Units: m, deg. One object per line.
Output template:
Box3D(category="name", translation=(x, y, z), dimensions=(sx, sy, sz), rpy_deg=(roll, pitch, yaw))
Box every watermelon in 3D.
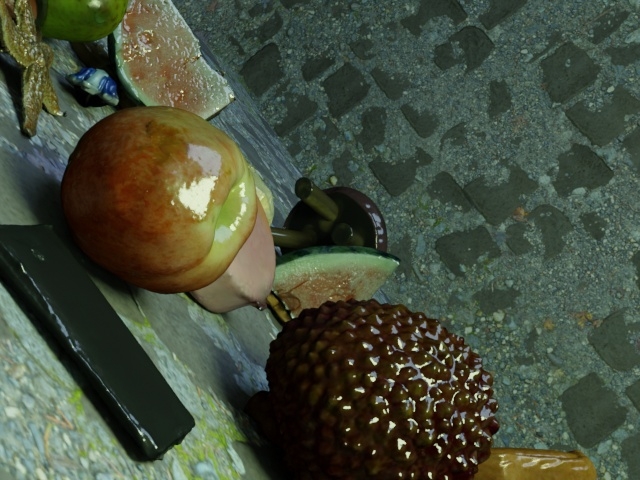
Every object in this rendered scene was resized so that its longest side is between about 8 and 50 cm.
Box3D(category="watermelon", translation=(0.033, 0.108, 1.609), dimensions=(0.213, 0.261, 0.201), rpy_deg=(13, 70, -85))
Box3D(category="watermelon", translation=(-0.307, -0.352, 1.577), dimensions=(0.305, 0.180, 0.224), rpy_deg=(58, 10, -9))

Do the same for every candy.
Box3D(category="candy", translation=(-0.154, -0.004, 1.283), dimensions=(0.255, 0.094, 0.255), rpy_deg=(-18, 90, -73))

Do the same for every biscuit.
Box3D(category="biscuit", translation=(-0.391, -0.301, 1.662), dimensions=(0.301, 0.049, 0.197), rpy_deg=(51, 5, -4))
Box3D(category="biscuit", translation=(-0.099, 0.092, 1.614), dimensions=(0.250, 0.035, 0.162), rpy_deg=(54, 2, -23))
Box3D(category="biscuit", translation=(0.249, 0.379, 1.339), dimensions=(0.455, 0.350, 0.078), rpy_deg=(75, 10, -71))

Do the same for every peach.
Box3D(category="peach", translation=(-0.212, -0.058, 1.007), dimensions=(0.256, 0.232, 0.232), rpy_deg=(14, -7, 21))

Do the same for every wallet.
Box3D(category="wallet", translation=(-0.230, 0.095, 0.840), dimensions=(0.285, 0.030, 0.146), rpy_deg=(52, 4, 3))

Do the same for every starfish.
Box3D(category="starfish", translation=(-0.412, -0.263, 1.159), dimensions=(0.295, 0.048, 0.231), rpy_deg=(-101, -178, -51))

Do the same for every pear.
Box3D(category="pear", translation=(-0.415, -0.474, 1.401), dimensions=(0.176, 0.286, 0.282), rpy_deg=(-12, 53, -31))

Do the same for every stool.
Box3D(category="stool", translation=(0.000, 0.000, 1.878), dimensions=(0.272, 0.272, 0.178), rpy_deg=(56, 21, 24))

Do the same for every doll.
Box3D(category="doll", translation=(-0.386, -0.259, 1.424), dimensions=(0.096, 0.070, 0.195), rpy_deg=(28, 4, -8))

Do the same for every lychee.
Box3D(category="lychee", translation=(0.064, 0.216, 1.093), dimensions=(0.306, 0.330, 0.306), rpy_deg=(171, -90, -89))

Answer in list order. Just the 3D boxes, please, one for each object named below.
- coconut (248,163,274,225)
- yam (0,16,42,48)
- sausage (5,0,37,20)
Box3D(category="coconut", translation=(-0.174, -0.061, 1.481), dimensions=(0.147, 0.152, 0.147), rpy_deg=(41, -38, 43))
Box3D(category="yam", translation=(-0.462, -0.304, 1.200), dimensions=(0.057, 0.057, 0.241), rpy_deg=(51, 9, -9))
Box3D(category="sausage", translation=(-0.525, -0.427, 1.336), dimensions=(0.194, 0.077, 0.077), rpy_deg=(52, 7, 7))
